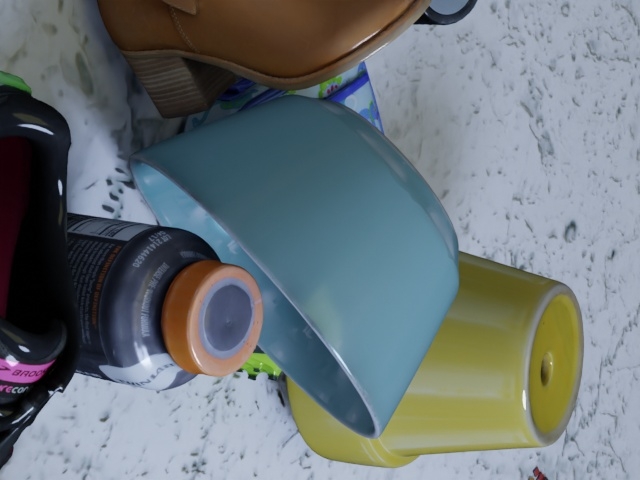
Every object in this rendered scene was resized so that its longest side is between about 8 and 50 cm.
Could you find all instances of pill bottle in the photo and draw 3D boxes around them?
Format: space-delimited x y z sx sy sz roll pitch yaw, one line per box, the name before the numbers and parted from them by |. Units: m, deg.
pill bottle | -0.163 0.048 1.322 0.130 0.245 0.131 -12 106 -49

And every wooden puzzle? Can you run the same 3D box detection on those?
wooden puzzle | 0.283 0.330 2.124 0.049 0.006 0.083 -61 137 -25

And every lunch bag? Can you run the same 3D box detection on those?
lunch bag | -0.029 -0.086 1.597 0.219 0.090 0.176 -35 120 -44

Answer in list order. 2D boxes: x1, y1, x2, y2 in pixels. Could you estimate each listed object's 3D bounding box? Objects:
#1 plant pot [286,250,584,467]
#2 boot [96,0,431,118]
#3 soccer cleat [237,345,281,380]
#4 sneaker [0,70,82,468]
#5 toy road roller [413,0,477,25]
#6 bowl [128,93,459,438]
plant pot | 0.127 0.114 1.674 0.254 0.239 0.254 -19 111 -59
boot | -0.067 -0.236 1.379 0.220 0.283 0.109 65 33 -23
soccer cleat | -0.086 0.079 1.584 0.179 0.060 0.072 37 58 -55
sneaker | -0.287 0.104 1.194 0.185 0.202 0.483 10 85 -37
toy road roller | 0.013 -0.346 1.520 0.240 0.202 0.330 2 96 -41
bowl | 0.000 0.000 1.393 0.163 0.311 0.311 -40 129 -12
